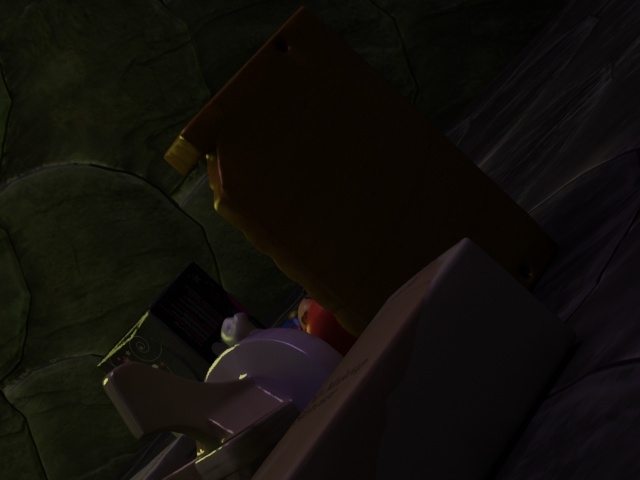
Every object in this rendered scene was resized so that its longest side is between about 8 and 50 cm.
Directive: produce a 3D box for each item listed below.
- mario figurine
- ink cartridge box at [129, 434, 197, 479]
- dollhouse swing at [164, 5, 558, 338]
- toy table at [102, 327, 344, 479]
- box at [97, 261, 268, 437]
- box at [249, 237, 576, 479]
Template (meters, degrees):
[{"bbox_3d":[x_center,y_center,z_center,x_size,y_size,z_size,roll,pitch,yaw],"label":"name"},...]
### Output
[{"bbox_3d":[0.002,0.094,2.006,0.198,0.170,0.320,-47,2,-27],"label":"mario figurine"},{"bbox_3d":[-0.241,0.392,2.034,0.273,0.114,0.197,-45,4,46],"label":"ink cartridge box"},{"bbox_3d":[0.000,0.000,1.600,0.315,0.347,0.305,-51,6,-39],"label":"dollhouse swing"},{"bbox_3d":[-0.083,0.204,1.520,0.161,0.252,0.274,-30,-16,-36],"label":"toy table"},{"bbox_3d":[-0.165,0.187,2.254,0.163,0.247,0.142,-45,4,38],"label":"box"},{"bbox_3d":[0.049,0.158,1.183,0.311,0.121,0.148,-51,4,-36],"label":"box"}]
